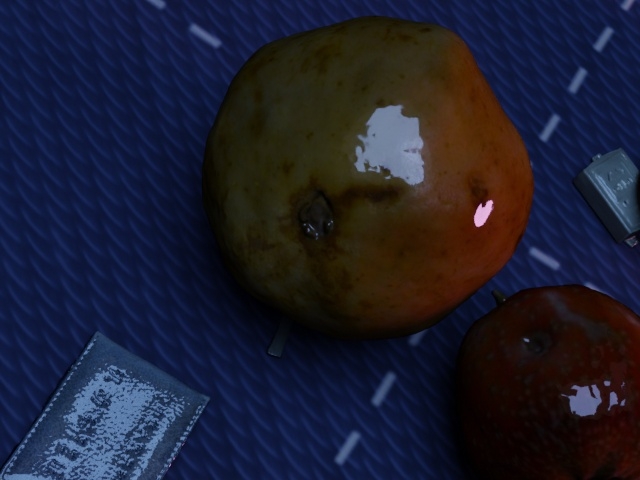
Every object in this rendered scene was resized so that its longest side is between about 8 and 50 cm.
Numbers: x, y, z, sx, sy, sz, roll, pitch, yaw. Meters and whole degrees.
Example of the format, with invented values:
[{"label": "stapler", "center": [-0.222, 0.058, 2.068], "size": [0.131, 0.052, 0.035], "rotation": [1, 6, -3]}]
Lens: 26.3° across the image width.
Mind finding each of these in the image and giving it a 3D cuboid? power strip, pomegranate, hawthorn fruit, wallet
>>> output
[{"label": "power strip", "center": [0.412, -0.043, 1.819], "size": [0.075, 0.042, 0.175], "rotation": [-30, 78, -24]}, {"label": "pomegranate", "center": [0.054, -0.078, 1.584], "size": [0.410, 0.410, 0.410], "rotation": [5, 67, -12]}, {"label": "hawthorn fruit", "center": [0.279, 0.177, 1.582], "size": [0.275, 0.275, 0.299], "rotation": [-20, 64, -20]}, {"label": "wallet", "center": [-0.244, 0.229, 1.550], "size": [0.167, 0.036, 0.222], "rotation": [31, 64, 0]}]

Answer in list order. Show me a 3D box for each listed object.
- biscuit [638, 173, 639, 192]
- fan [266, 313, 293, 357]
[{"label": "biscuit", "center": [0.517, -0.042, 1.805], "size": [0.220, 0.066, 0.220], "rotation": [16, 55, -23]}, {"label": "fan", "center": [0.000, 0.000, 1.717], "size": [0.230, 0.011, 0.335], "rotation": [22, 65, -4]}]
